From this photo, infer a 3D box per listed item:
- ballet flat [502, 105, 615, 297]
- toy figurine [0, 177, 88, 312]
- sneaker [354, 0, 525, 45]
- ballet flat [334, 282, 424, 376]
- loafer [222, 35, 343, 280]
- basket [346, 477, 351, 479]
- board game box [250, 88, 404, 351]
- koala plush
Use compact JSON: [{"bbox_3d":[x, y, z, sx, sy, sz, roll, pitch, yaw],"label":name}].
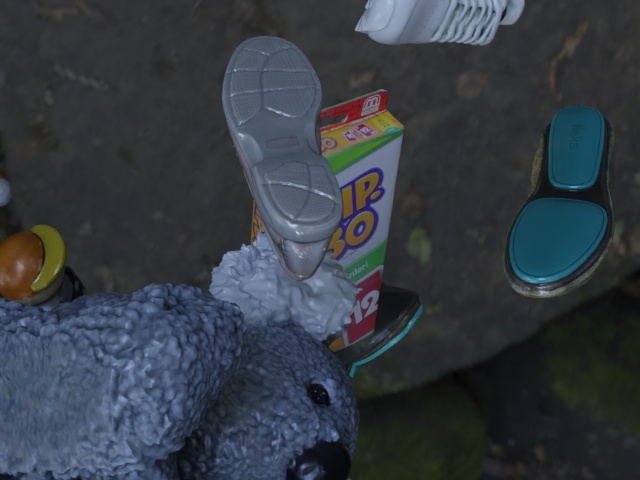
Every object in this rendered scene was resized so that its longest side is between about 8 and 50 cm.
[{"bbox_3d":[0.293,-0.022,1.821,0.123,0.348,0.123,10,132,11],"label":"ballet flat"},{"bbox_3d":[-0.278,0.039,1.036,0.213,0.209,0.148,44,164,29],"label":"toy figurine"},{"bbox_3d":[0.101,-0.195,1.230,0.095,0.235,0.090,37,118,7],"label":"sneaker"},{"bbox_3d":[0.033,0.095,1.719,0.096,0.095,0.280,39,160,1],"label":"ballet flat"},{"bbox_3d":[-0.019,-0.037,0.662,0.045,0.125,0.039,-2,136,-12],"label":"loafer"},{"bbox_3d":[-0.054,0.222,1.276,0.223,0.299,0.213,-31,101,-9],"label":"basket"},{"bbox_3d":[0.000,0.000,1.258,0.039,0.124,0.259,45,144,38],"label":"board game box"},{"bbox_3d":[-0.067,0.089,0.709,0.203,0.221,0.196,14,109,41],"label":"koala plush"}]
